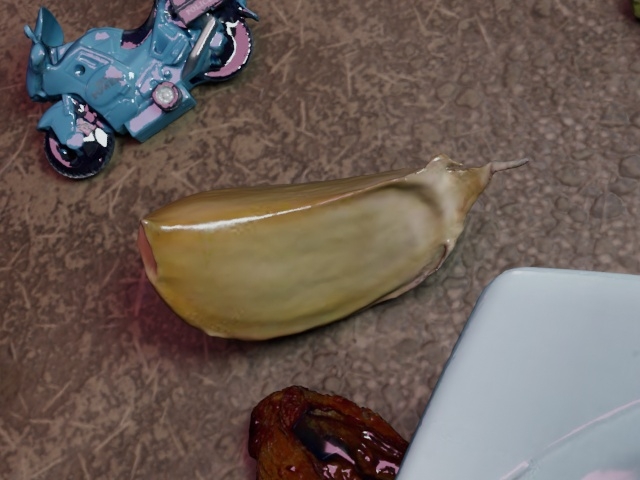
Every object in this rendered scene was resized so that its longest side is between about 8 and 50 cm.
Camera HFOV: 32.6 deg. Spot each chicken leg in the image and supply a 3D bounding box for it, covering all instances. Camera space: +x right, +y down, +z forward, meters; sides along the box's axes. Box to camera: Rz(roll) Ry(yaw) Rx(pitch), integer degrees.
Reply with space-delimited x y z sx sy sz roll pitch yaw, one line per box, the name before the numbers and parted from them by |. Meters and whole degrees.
chicken leg | 0.036 0.253 0.919 0.322 0.083 0.177 41 91 29

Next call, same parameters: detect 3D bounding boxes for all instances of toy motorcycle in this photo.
toy motorcycle | -0.206 -0.202 1.174 0.272 0.123 0.182 -34 83 1

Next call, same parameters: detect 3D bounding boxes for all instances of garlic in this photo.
garlic | 0.012 0.001 0.976 0.338 0.196 0.151 -9 78 3

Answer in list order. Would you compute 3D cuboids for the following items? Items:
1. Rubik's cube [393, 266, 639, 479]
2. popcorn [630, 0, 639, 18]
Rubik's cube | 0.246 0.244 0.671 0.347 0.351 0.352 11 70 36
popcorn | 0.386 -0.277 0.979 0.266 0.192 0.233 -45 69 36
